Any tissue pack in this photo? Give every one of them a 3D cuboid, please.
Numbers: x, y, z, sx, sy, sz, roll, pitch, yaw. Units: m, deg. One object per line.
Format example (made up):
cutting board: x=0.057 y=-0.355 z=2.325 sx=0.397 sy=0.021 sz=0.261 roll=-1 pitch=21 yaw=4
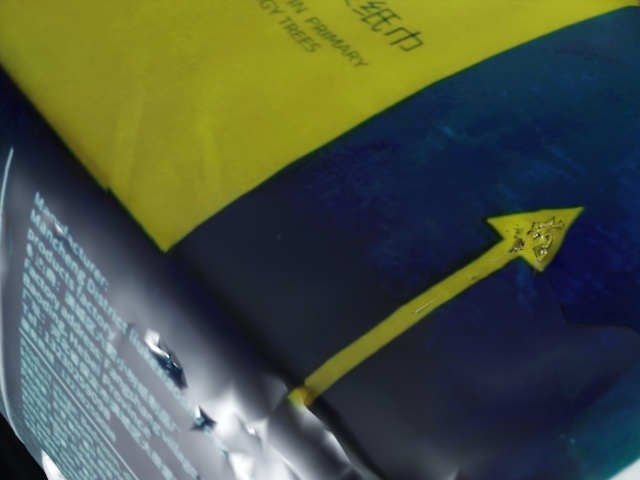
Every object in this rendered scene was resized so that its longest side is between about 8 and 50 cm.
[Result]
tissue pack: x=-0.009 y=-0.004 z=0.704 sx=0.253 sy=0.416 sz=0.264 roll=-30 pitch=-31 yaw=-28
